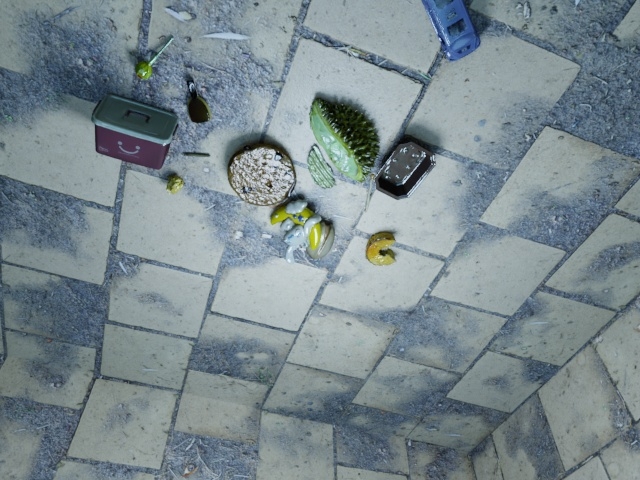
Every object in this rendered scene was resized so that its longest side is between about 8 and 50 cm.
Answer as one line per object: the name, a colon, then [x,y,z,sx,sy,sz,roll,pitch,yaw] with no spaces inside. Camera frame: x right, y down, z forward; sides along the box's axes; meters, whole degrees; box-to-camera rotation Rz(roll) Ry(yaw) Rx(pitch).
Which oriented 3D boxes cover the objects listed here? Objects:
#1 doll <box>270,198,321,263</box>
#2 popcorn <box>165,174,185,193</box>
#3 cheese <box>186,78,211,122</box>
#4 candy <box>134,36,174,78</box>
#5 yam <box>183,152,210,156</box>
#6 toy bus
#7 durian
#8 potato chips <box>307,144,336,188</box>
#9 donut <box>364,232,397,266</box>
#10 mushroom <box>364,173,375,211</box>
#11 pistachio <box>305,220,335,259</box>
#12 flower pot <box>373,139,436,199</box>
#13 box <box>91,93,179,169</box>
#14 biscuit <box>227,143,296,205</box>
doll: [-0.103,-0.046,2.175,0.252,0.111,0.237,-32,96,26]
popcorn: [-0.595,-0.232,2.096,0.084,0.084,0.084,0,129,0]
cheese: [-0.463,-0.517,1.879,0.086,0.036,0.162,-4,129,8]
candy: [-0.579,-0.643,1.778,0.194,0.062,0.058,-38,75,17]
yam: [-0.495,-0.343,2.035,0.107,0.014,0.014,2,129,-1]
toy bus: [0.426,-0.719,1.644,0.125,0.133,0.292,-25,124,19]
durian: [0.101,-0.394,1.956,0.394,0.163,0.198,47,154,-26]
potato chips: [-0.008,-0.290,2.063,0.092,0.028,0.207,-21,127,15]
donut: [0.271,0.037,2.299,0.146,0.078,0.181,-5,135,6]
mushroom: [0.202,-0.194,2.084,0.026,0.028,0.286,37,160,14]
pistachio: [0.000,0.000,2.237,0.124,0.124,0.185,15,121,-11]
flower pot: [0.330,-0.293,2.023,0.179,0.084,0.251,25,124,-17]
box: [-0.691,-0.398,1.889,0.294,0.193,0.167,16,136,-12]
biscuit: [-0.236,-0.267,2.054,0.296,0.075,0.296,-3,129,-4]
